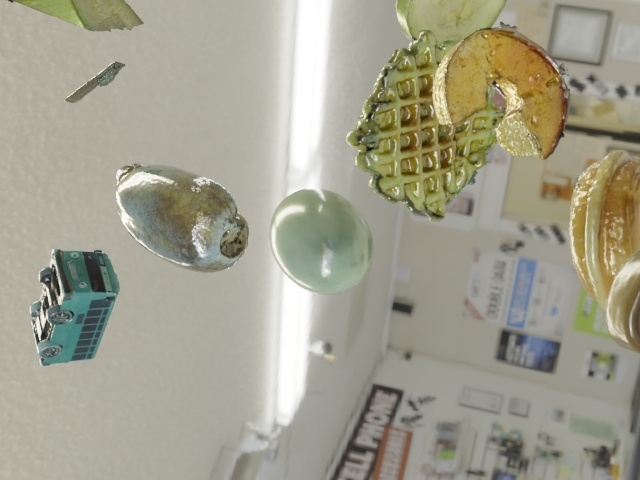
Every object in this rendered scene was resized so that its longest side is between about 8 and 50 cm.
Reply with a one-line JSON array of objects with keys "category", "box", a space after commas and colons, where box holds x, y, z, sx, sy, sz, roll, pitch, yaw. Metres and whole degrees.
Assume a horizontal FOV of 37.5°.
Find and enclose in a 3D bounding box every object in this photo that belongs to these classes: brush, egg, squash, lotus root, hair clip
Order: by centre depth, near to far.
[{"category": "lotus root", "box": [-0.251, -0.044, 1.533, 0.140, 0.322, 0.158, -52, -41, -18]}, {"category": "squash", "box": [0.256, -0.474, 1.783, 0.252, 0.049, 0.252, -23, -41, -22]}, {"category": "squash", "box": [-0.497, -0.452, 1.824, 0.204, 0.155, 0.237, 56, -161, -4]}, {"category": "hair clip", "box": [0.385, -0.310, 1.944, 0.056, 0.146, 0.187, 59, 179, -24]}, {"category": "egg", "box": [0.000, 0.000, 1.945, 0.283, 0.203, 0.203, -124, 31, -52]}, {"category": "brush", "box": [-0.514, -0.353, 2.149, 0.034, 0.190, 0.027, 5, -115, -53]}]

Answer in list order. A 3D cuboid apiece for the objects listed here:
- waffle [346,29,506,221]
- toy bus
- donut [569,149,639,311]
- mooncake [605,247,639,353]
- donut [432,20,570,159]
[{"category": "waffle", "box": [0.194, -0.206, 1.715, 0.297, 0.073, 0.317, 38, -101, -31]}, {"category": "toy bus", "box": [-0.503, 0.135, 1.927, 0.256, 0.147, 0.128, -59, 44, 42]}, {"category": "donut", "box": [0.804, -0.017, 2.512, 0.449, 0.198, 0.449, -5, -84, -53]}, {"category": "mooncake", "box": [0.711, 0.120, 1.981, 0.117, 0.235, 0.235, -154, 73, -70]}, {"category": "donut", "box": [0.218, -0.184, 1.153, 0.078, 0.181, 0.146, 178, 106, -69]}]
